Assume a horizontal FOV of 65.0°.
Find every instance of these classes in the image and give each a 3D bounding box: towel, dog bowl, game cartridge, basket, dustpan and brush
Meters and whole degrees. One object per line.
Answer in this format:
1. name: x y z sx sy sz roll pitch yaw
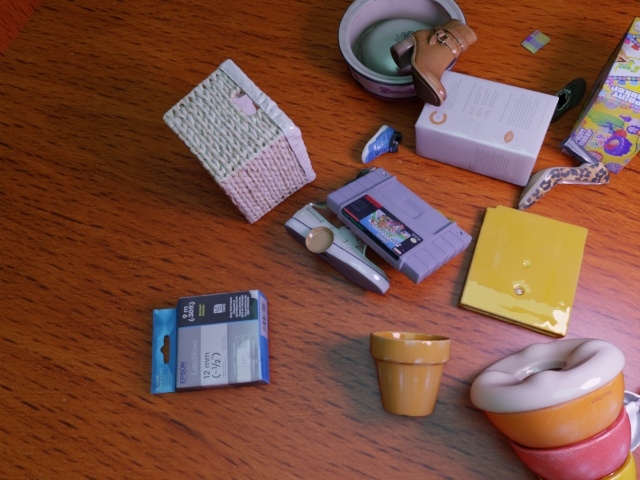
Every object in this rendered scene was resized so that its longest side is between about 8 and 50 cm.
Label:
1. towel: 0.720 -0.664 1.679 0.083 0.009 0.060 -41 71 -7
2. dog bowl: 0.264 -0.638 1.655 0.407 0.150 0.408 -3 69 7
3. game cartridge: 0.209 -0.054 1.385 0.230 0.068 0.355 -28 57 -34
4. basket: -0.230 -0.280 1.491 0.266 0.331 0.328 -40 70 -6
5. dustpan and brush: 0.773 0.413 1.246 0.211 0.060 0.147 -36 69 -6
6. game cartridge: 0.569 0.077 1.408 0.285 0.053 0.324 18 71 13

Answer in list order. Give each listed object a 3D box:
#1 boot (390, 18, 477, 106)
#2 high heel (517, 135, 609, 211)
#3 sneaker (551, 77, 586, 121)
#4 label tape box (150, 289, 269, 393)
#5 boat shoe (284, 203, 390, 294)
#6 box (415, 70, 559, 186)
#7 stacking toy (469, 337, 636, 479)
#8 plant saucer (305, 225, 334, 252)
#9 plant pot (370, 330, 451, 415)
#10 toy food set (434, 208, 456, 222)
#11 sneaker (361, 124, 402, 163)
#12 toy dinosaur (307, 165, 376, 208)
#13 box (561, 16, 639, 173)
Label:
1. boot: 0.357 -0.525 1.459 0.220 0.109 0.284 -25 51 0
2. high heel: 0.712 -0.147 1.462 0.186 0.093 0.261 38 94 -6
3. sneaker: 0.770 -0.447 1.559 0.066 0.071 0.188 40 80 19
4. label tape box: -0.325 0.287 1.408 0.347 0.115 0.249 -6 69 3
5. boat shoe: 0.076 0.003 1.462 0.367 0.136 0.156 34 74 27
6. box: 0.481 -0.334 1.489 0.345 0.168 0.215 21 73 19
7. stacking toy: 0.587 0.495 1.152 0.350 0.350 0.480 -21 85 -1
8. plant saucer: 0.000 0.000 1.397 0.083 0.015 0.084 -8 60 13
9. plant pot: 0.226 0.338 1.285 0.205 0.205 0.188 2 85 8
10. toy food set: 0.285 -0.024 1.475 0.217 0.071 0.128 -3 46 4
11. sneaker: 0.199 -0.292 1.583 0.084 0.058 0.152 30 69 25
12. toy dinosaur: 0.093 -0.129 1.514 0.268 0.064 0.118 -34 69 -32
13. box: 0.858 -0.396 1.412 0.177 0.290 0.279 27 76 15
